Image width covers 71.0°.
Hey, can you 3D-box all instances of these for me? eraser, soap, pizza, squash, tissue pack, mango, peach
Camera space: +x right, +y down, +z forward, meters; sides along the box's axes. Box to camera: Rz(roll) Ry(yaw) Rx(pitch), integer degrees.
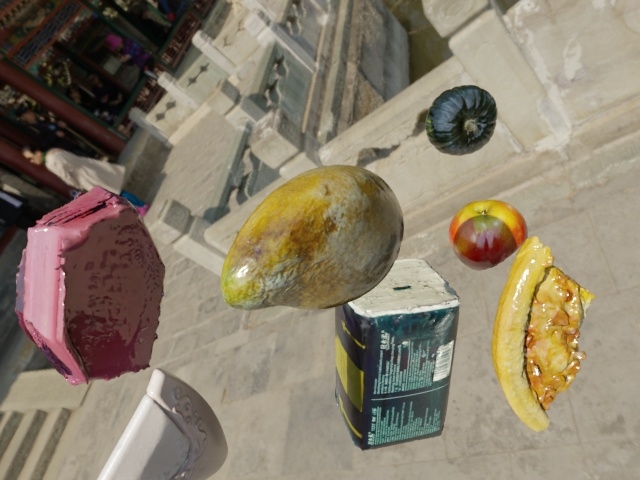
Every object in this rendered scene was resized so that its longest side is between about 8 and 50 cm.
[{"bbox_3d":[-0.210,0.317,0.672,0.059,0.243,0.204,14,70,33],"label":"eraser"},{"bbox_3d":[-0.332,0.066,0.666,0.112,0.182,0.289,16,102,26],"label":"soap"},{"bbox_3d":[0.394,0.170,0.795,0.074,0.182,0.365,-113,23,-77],"label":"pizza"},{"bbox_3d":[0.424,-0.359,1.347,0.218,0.218,0.172,-49,-2,9],"label":"squash"},{"bbox_3d":[0.178,0.285,1.132,0.253,0.264,0.417,-124,29,-64],"label":"tissue pack"},{"bbox_3d":[0.000,0.000,0.570,0.146,0.316,0.193,25,115,32],"label":"mango"},{"bbox_3d":[0.419,-0.005,1.123,0.190,0.192,0.190,-21,32,14],"label":"peach"}]
